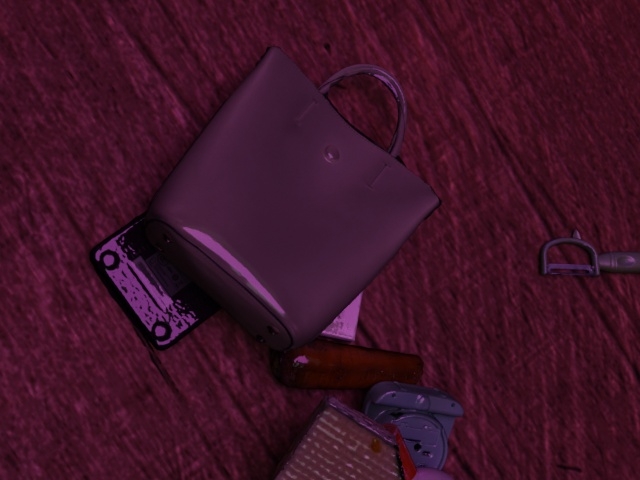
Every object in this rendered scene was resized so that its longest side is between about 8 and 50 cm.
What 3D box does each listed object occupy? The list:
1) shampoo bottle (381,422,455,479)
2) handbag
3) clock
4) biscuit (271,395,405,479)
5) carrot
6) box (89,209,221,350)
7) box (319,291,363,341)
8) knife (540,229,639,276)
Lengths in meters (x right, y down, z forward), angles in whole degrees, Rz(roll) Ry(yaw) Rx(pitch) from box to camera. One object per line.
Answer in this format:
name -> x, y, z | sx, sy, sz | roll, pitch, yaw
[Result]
shampoo bottle -> 0.100, 0.285, 1.307 | 0.108, 0.051, 0.221 | -26, 108, -6
handbag -> -0.009, -0.063, 1.299 | 0.241, 0.109, 0.315 | 42, 72, -6
clock -> 0.086, 0.215, 1.338 | 0.101, 0.041, 0.135 | 10, 98, -20
biscuit -> -0.002, 0.281, 1.254 | 0.147, 0.046, 0.250 | 31, 103, -6
carrot -> 0.027, 0.130, 1.341 | 0.161, 0.055, 0.055 | 9, 79, -22
box -> -0.150, 0.029, 1.309 | 0.125, 0.027, 0.126 | -38, 95, -20
box -> 0.000, 0.000, 1.362 | 0.109, 0.029, 0.198 | 14, 79, -16
knife -> 0.345, 0.016, 1.480 | 0.212, 0.015, 0.054 | 2, 74, -17
